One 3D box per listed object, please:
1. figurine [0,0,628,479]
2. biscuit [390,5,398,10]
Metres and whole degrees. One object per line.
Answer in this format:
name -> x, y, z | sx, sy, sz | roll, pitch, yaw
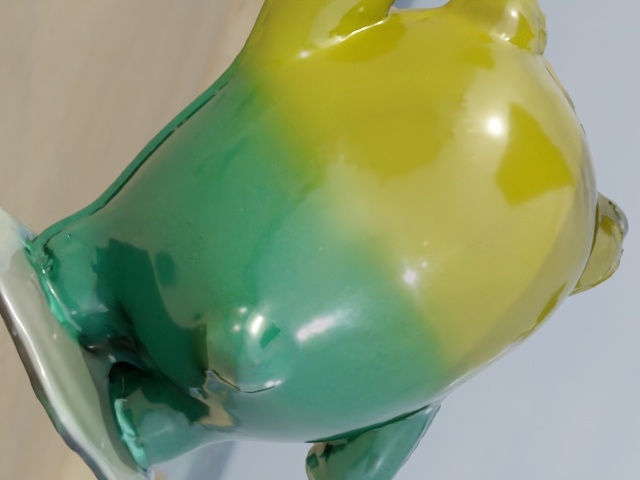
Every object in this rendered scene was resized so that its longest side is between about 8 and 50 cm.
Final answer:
figurine -> 0.000, 0.000, 1.019 | 0.340, 0.323, 0.231 | -27, -160, 2
biscuit -> 0.057, -0.054, 1.638 | 0.216, 0.047, 0.339 | 47, 48, -68
